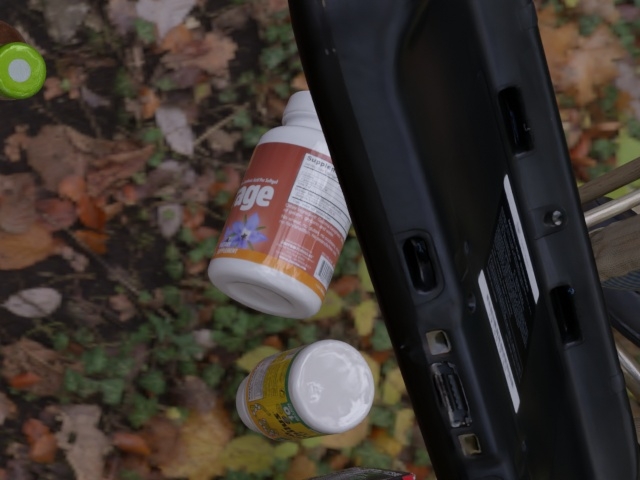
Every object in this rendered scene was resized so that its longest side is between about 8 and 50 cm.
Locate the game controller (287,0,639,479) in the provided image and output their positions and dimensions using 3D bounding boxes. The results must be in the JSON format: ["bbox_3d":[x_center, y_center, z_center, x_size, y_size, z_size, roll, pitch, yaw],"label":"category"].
[{"bbox_3d":[0.058,0.009,0.485,0.166,0.067,0.319,-54,131,-51],"label":"game controller"}]

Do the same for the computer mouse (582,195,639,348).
[{"bbox_3d":[0.343,0.027,1.265,0.184,0.262,0.060,-45,148,18],"label":"computer mouse"}]

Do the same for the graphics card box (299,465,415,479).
[{"bbox_3d":[-0.022,0.399,1.500,0.371,0.094,0.233,0,92,-57],"label":"graphics card box"}]

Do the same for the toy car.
[{"bbox_3d":[-0.335,-0.228,1.214,0.149,0.155,0.188,5,91,-33],"label":"toy car"}]

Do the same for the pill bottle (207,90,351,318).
[{"bbox_3d":[-0.025,-0.039,1.338,0.121,0.121,0.216,35,66,-36],"label":"pill bottle"}]

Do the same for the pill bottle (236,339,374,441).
[{"bbox_3d":[-0.029,0.198,1.687,0.117,0.208,0.118,7,75,-27],"label":"pill bottle"}]

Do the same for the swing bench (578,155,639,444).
[{"bbox_3d":[0.280,0.045,0.881,0.165,0.253,0.255,-22,86,-22],"label":"swing bench"}]
